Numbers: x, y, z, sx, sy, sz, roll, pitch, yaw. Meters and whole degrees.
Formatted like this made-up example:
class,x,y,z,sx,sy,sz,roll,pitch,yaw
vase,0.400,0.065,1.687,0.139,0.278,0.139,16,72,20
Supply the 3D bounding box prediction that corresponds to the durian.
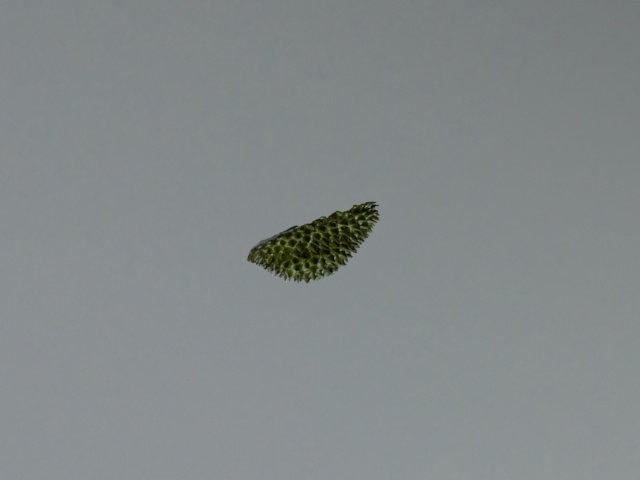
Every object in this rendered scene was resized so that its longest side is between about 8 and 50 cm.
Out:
class,x,y,z,sx,sy,sz,roll,pitch,yaw
durian,0.005,0.008,1.592,0.220,0.137,0.096,-26,-86,-17
